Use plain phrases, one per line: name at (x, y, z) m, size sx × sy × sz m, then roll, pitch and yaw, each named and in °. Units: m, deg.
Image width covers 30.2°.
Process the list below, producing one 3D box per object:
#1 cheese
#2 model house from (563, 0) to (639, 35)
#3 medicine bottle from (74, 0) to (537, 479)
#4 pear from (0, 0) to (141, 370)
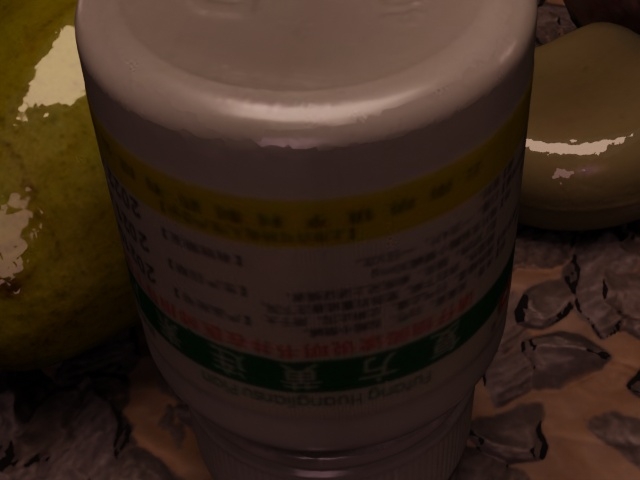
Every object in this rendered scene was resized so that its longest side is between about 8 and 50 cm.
cheese at (0.189, -0.082, 0.885) m, size 0.203 × 0.091 × 0.175 m, roll -23°, pitch 45°, yaw -17°
model house at (0.347, -0.220, 0.924) m, size 0.237 × 0.202 × 0.237 m, roll -30°, pitch 55°, yaw -12°
medicine bottle at (0.000, 0.000, 0.642) m, size 0.208 × 0.339 × 0.208 m, roll -2°, pitch 46°, yaw 2°
pear at (-0.159, -0.061, 0.798) m, size 0.253 × 0.253 × 0.307 m, roll 25°, pitch 68°, yaw 28°
